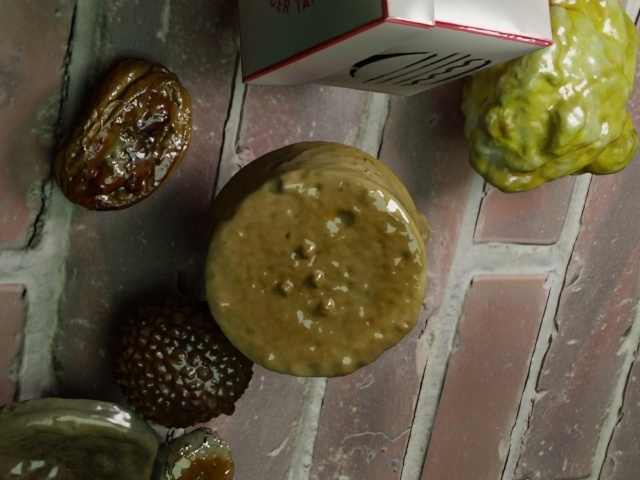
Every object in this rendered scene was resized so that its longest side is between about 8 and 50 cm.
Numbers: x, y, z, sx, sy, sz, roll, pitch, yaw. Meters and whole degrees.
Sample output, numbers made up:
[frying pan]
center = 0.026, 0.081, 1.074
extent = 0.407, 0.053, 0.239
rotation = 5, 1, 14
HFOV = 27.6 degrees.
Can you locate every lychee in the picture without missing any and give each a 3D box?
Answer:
[lychee]
center = -0.195, 0.186, 1.915
extent = 0.200, 0.200, 0.238
rotation = -43, 123, -11

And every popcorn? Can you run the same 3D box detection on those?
[popcorn]
center = 0.371, -0.252, 2.040
extent = 0.292, 0.293, 0.334
rotation = 1, 111, -2

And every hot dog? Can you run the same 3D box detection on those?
[hot dog]
center = -0.270, -0.139, 1.778
extent = 0.160, 0.099, 0.226
rotation = 28, 96, -38

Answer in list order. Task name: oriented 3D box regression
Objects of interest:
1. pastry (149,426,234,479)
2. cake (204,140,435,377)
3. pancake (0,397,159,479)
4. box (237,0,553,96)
[pastry]
center = -0.205, 0.367, 2.054
extent = 0.153, 0.081, 0.153
rotation = -14, 115, -32
[cake]
center = -0.009, 0.001, 1.903
extent = 0.333, 0.321, 0.332
rotation = -1, 109, -2
[pancake]
center = -0.376, 0.328, 1.894
extent = 0.295, 0.049, 0.294
rotation = -8, 131, -9
[box]
center = 0.090, -0.374, 1.717
extent = 0.300, 0.314, 0.312
rotation = 3, 80, -37
